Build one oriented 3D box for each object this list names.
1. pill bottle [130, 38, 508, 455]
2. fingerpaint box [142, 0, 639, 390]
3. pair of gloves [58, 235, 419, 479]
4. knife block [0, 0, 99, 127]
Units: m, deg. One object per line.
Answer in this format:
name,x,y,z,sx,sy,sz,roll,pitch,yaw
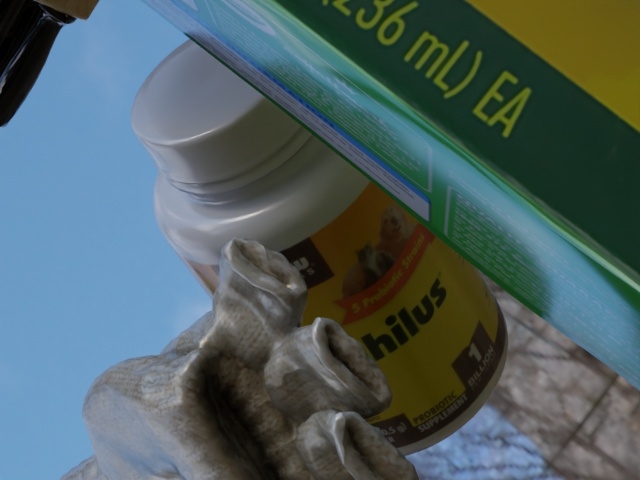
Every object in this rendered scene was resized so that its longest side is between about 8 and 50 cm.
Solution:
pill bottle,0.000,0.000,0.722,0.117,0.117,0.215,-41,-52,-9
fingerpaint box,0.165,-0.140,0.440,0.371,0.445,0.163,-50,-9,-5
pair of gloves,0.024,0.124,0.400,0.042,0.240,0.204,-36,-10,-26
knife block,-0.149,-0.193,0.900,0.276,0.088,0.242,-18,-51,-5
